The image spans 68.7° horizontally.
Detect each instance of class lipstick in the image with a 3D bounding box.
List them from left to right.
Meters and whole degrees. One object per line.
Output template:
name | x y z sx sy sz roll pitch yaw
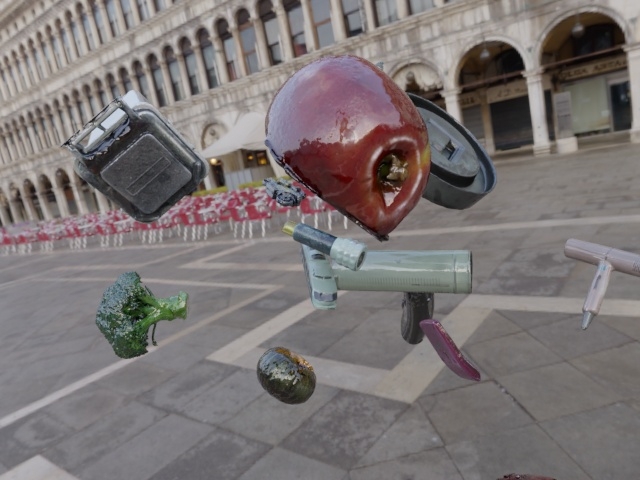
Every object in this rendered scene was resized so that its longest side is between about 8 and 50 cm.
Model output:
lipstick | 0.000 0.000 0.581 0.116 0.037 0.037 24 24 20

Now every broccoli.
broccoli | -0.596 0.254 1.567 0.297 0.298 0.297 -2 9 -8

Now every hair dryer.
hair dryer | 0.638 0.107 1.111 0.220 0.053 0.195 -52 34 -8

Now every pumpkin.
pumpkin | -0.125 0.488 1.683 0.237 0.159 0.238 31 -4 2

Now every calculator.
calculator | 0.334 0.289 1.233 0.034 0.191 0.126 -37 -5 -11

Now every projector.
projector | 0.198 0.076 1.150 0.337 0.108 0.108 0 13 21

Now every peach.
peach | 0.052 -0.183 0.775 0.201 0.257 0.362 -49 36 16

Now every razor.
razor | 0.331 0.206 1.598 0.107 0.327 0.189 2 47 8

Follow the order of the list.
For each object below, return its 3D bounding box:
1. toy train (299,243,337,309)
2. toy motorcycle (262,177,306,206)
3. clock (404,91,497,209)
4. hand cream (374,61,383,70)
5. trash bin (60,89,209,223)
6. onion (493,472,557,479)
toy train | -0.004 0.054 0.819 0.043 0.047 0.207 3 25 -11
toy motorcycle | -0.109 -0.155 1.506 0.124 0.061 0.193 2 28 -29
clock | 0.253 -0.207 1.057 0.318 0.319 0.066 -22 -21 -45
hand cream | 0.135 -0.454 1.271 0.075 0.052 0.248 -7 19 12
trash bin | -0.497 -0.260 1.249 0.255 0.296 0.368 -41 40 3
onion | 0.349 0.510 0.778 0.252 0.219 0.252 -27 31 18
